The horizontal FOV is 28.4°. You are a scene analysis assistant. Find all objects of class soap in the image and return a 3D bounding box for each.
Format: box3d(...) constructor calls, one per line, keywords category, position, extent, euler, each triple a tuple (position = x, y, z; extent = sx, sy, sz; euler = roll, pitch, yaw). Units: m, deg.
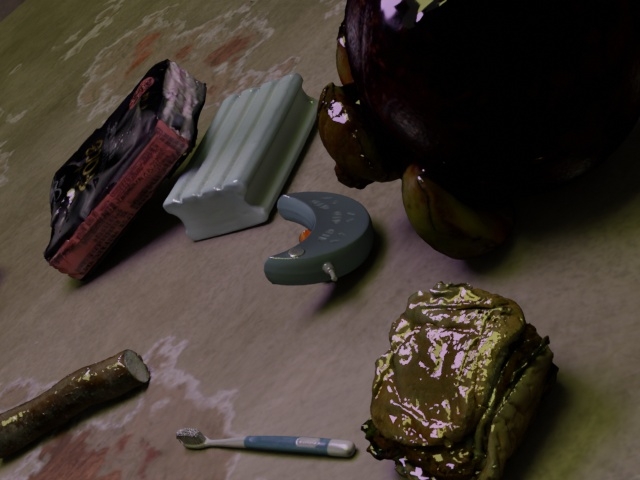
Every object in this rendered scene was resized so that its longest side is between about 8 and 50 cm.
box3d(category="soap", position=(-0.115, -0.130, 1.945), extent=(0.160, 0.087, 0.265), euler=(-14, 37, 35))

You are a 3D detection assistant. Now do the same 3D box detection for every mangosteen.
box3d(category="mangosteen", position=(0.183, -0.205, 1.468), extent=(0.421, 0.381, 0.381), euler=(-48, 29, 3))

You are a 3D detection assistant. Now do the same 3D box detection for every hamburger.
box3d(category="hamburger", position=(0.145, 0.152, 1.260), extent=(0.183, 0.130, 0.206), euler=(9, 71, 53))

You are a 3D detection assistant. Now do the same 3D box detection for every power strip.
box3d(category="power strip", position=(0.000, 0.000, 1.630), extent=(0.137, 0.044, 0.216), euler=(-3, 29, 4))

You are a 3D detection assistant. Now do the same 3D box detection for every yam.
box3d(category="yam", position=(-0.350, 0.220, 1.717), extent=(0.253, 0.061, 0.061), euler=(-28, 30, 13))

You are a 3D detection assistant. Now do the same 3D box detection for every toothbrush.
box3d(category="toothbrush", position=(-0.069, 0.229, 1.445), extent=(0.275, 0.025, 0.019), euler=(-5, 41, 42))

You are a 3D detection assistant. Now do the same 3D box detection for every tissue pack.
box3d(category="tissue pack", position=(-0.320, -0.116, 2.024), extent=(0.332, 0.123, 0.245), euler=(-46, 22, 24))

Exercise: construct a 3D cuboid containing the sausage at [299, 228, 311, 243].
box3d(category="sausage", position=(-0.002, 0.021, 1.669), extent=(0.031, 0.031, 0.107), euler=(-34, 31, 4))
